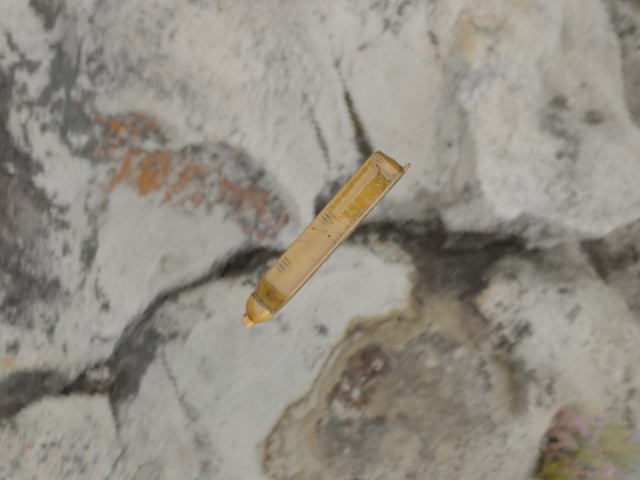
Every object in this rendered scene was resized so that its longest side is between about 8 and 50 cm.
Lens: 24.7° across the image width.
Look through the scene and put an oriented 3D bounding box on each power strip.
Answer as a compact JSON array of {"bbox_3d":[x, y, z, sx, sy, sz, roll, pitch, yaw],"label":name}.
[{"bbox_3d":[0.000,0.000,1.114,0.028,0.049,0.178,42,100,2],"label":"power strip"}]
